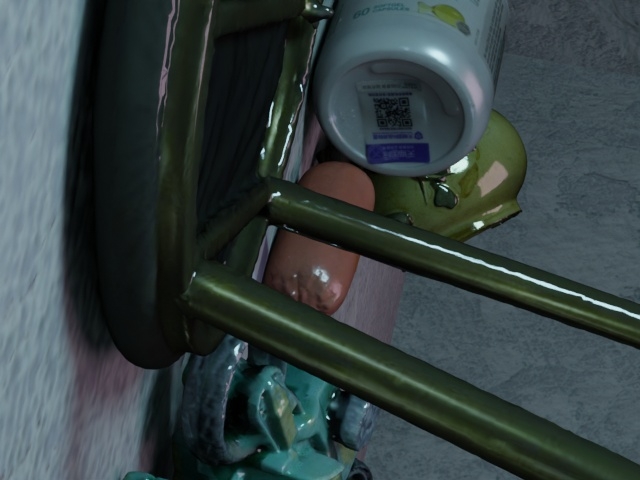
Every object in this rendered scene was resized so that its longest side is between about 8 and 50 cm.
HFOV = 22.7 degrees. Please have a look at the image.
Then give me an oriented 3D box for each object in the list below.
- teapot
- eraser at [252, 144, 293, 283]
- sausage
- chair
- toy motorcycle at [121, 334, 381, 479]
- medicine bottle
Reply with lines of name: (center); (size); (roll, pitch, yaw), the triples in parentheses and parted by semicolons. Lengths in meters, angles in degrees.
teapot: (0.075, -0.075, 1.383); (0.269, 0.173, 0.182); (-22, 84, -52)
eraser: (-0.039, -0.023, 0.916); (0.065, 0.026, 0.105); (93, 9, -69)
sausage: (0.000, 0.000, 1.157); (0.154, 0.062, 0.062); (-71, 170, -52)
chair: (0.140, -0.064, 0.663); (0.364, 0.410, 0.362); (-58, 159, -76)
toy motorcycle: (-0.041, 0.159, 0.873); (0.296, 0.109, 0.198); (71, 38, -54)
medicine bottle: (0.076, -0.161, 1.236); (0.215, 0.135, 0.135); (-73, 172, -46)
